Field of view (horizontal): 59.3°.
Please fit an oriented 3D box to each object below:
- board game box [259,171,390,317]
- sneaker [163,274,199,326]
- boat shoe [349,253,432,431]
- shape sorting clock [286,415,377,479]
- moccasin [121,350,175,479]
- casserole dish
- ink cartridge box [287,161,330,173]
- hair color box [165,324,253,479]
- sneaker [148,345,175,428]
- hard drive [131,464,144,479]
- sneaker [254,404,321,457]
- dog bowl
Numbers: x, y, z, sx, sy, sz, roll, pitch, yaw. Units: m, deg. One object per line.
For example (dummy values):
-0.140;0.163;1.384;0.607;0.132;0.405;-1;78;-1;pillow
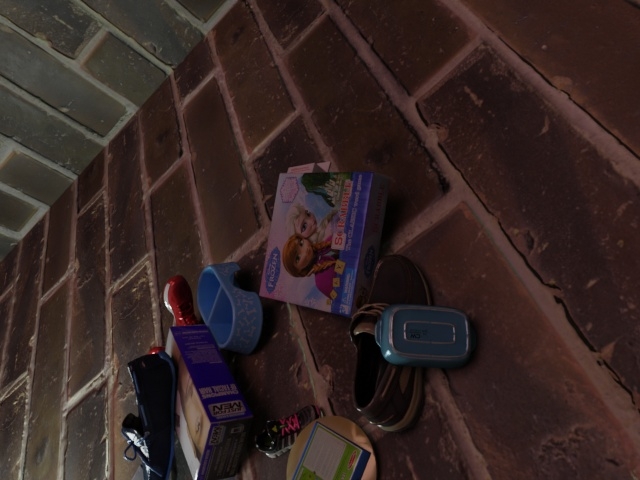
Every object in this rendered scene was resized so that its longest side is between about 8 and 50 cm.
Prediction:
0.000;0.000;1.315;0.317;0.065;0.319;5;84;46;board game box
-0.350;0.206;1.523;0.087;0.221;0.128;-30;39;-35;sneaker
0.132;0.177;1.083;0.132;0.130;0.356;-19;53;35;boat shoe
0.020;0.448;1.089;0.206;0.040;0.206;-20;56;32;shape sorting clock
-0.422;0.432;1.350;0.137;0.116;0.342;10;100;59;moccasin
0.193;0.168;1.010;0.188;0.037;0.114;4;70;-2;casserole dish
-0.048;-0.144;1.515;0.104;0.060;0.180;-4;63;43;ink cartridge box
-0.284;0.374;1.336;0.339;0.110;0.185;45;126;48;hair color box
-0.447;0.418;1.505;0.107;0.118;0.279;-23;51;33;sneaker
-0.475;0.666;1.449;0.094;0.022;0.135;22;82;49;hard drive
-0.074;0.400;1.185;0.170;0.074;0.063;-39;44;20;sneaker
-0.245;0.169;1.460;0.297;0.074;0.166;49;123;49;dog bowl
